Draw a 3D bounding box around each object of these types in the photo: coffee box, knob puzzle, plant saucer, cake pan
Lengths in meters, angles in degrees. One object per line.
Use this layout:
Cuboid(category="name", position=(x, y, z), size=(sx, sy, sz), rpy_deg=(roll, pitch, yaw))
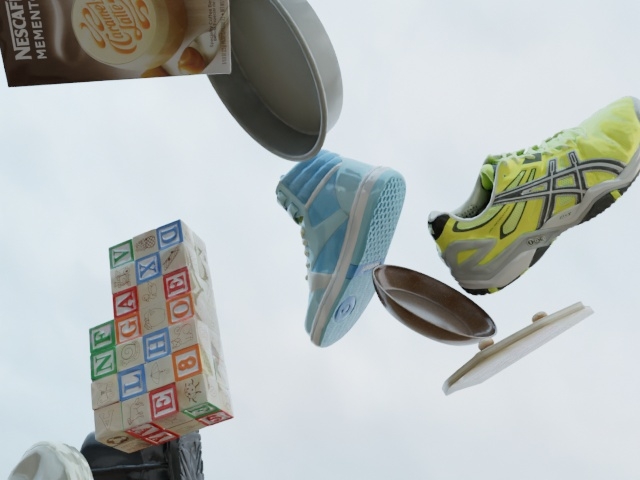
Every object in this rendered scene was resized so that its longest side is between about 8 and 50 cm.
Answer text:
Cuboid(category="coffee box", position=(-0.231, -0.257, 0.847), size=(0.246, 0.098, 0.141), rpy_deg=(-8, -57, -14))
Cuboid(category="knob puzzle", position=(0.210, 0.117, 0.859), size=(0.030, 0.213, 0.213), rpy_deg=(61, -40, 20))
Cuboid(category="plant saucer", position=(0.158, 0.098, 1.095), size=(0.198, 0.198, 0.036), rpy_deg=(25, -72, 4))
Cuboid(category="cake pan", position=(-0.074, -0.247, 1.034), size=(0.293, 0.054, 0.293), rpy_deg=(40, -28, 27))

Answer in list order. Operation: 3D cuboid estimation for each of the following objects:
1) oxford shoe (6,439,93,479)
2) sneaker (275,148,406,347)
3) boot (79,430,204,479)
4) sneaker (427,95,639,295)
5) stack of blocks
Cuboid(category="oxford shoe", position=(-0.308, 0.372, 0.590), size=(0.169, 0.449, 0.130), rpy_deg=(-3, -31, 48))
Cuboid(category="sneaker", position=(0.000, 0.000, 1.247), size=(0.208, 0.127, 0.319), rpy_deg=(29, -73, 29))
Cuboid(category="boot", position=(-0.286, 0.414, 1.195), size=(0.207, 0.247, 0.094), rpy_deg=(-14, -21, 21))
Cuboid(category="sneaker", position=(0.328, -0.088, 1.124), size=(0.147, 0.384, 0.145), rpy_deg=(47, -2, -17))
Cuboid(category="stack of blocks", position=(-0.242, 0.136, 1.111), size=(0.171, 0.297, 0.087), rpy_deg=(-20, -32, 10))
